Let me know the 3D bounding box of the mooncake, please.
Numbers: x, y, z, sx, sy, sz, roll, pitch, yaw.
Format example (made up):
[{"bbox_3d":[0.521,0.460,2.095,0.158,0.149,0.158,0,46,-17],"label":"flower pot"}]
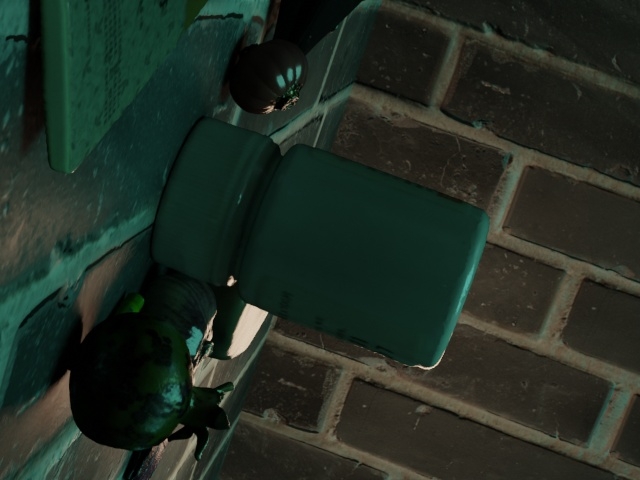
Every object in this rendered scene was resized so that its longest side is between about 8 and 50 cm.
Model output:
[{"bbox_3d":[-0.125,0.038,1.795,0.275,0.135,0.275,23,90,-84],"label":"mooncake"}]

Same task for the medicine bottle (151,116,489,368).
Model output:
[{"bbox_3d":[0.000,0.000,1.539,0.211,0.371,0.211,20,90,-85],"label":"medicine bottle"}]

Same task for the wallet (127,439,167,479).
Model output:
[{"bbox_3d":[-0.273,0.345,2.019,0.166,0.030,0.111,101,8,-71],"label":"wallet"}]

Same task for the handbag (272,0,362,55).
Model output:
[{"bbox_3d":[0.036,-0.406,1.795,0.288,0.152,0.342,-58,-178,31],"label":"handbag"}]

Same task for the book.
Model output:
[{"bbox_3d":[-0.114,-0.262,0.964,0.269,0.032,0.389,99,12,-45],"label":"book"}]

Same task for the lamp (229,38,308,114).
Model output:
[{"bbox_3d":[-0.066,-0.208,1.621,0.107,0.092,0.107,-37,169,-9],"label":"lamp"}]

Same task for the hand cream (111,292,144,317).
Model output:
[{"bbox_3d":[-0.229,0.101,1.412,0.122,0.023,0.036,-65,174,-53],"label":"hand cream"}]

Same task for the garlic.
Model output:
[{"bbox_3d":[-0.182,0.118,1.591,0.147,0.102,0.159,-62,172,-74],"label":"garlic"}]

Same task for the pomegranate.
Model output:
[{"bbox_3d":[-0.182,0.158,1.314,0.148,0.169,0.148,-35,-156,18],"label":"pomegranate"}]
